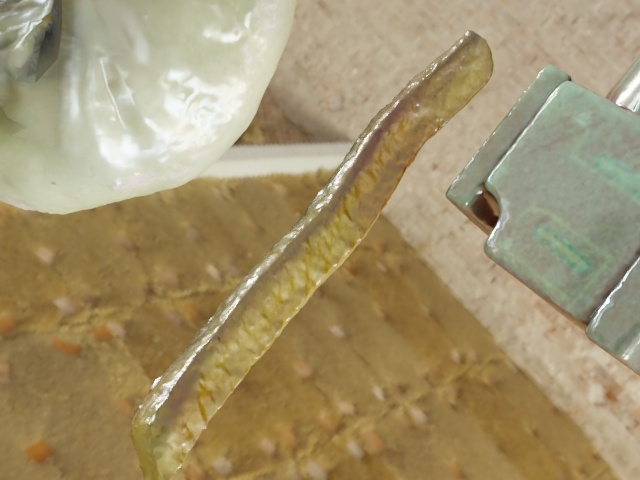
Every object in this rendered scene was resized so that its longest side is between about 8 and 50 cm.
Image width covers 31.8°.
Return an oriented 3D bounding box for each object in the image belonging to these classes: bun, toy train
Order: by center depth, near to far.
[{"bbox_3d":[0.215,-0.051,0.476,0.221,0.304,0.150,42,-175,40],"label":"toy train"},{"bbox_3d":[-0.142,-0.143,0.622,0.273,0.273,0.168,46,-163,11],"label":"bun"}]

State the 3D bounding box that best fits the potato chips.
[{"bbox_3d":[0.000,0.000,0.380,0.026,0.037,0.204,46,-121,-9],"label":"potato chips"}]
